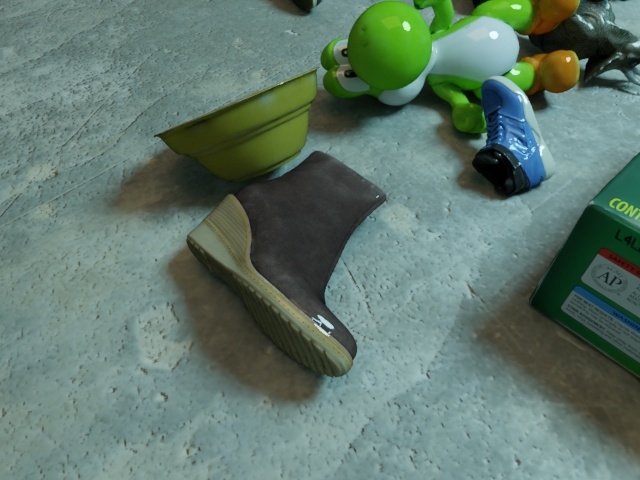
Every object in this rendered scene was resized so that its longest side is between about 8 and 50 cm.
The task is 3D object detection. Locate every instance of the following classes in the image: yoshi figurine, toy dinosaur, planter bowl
[{"bbox_3d":[0.184,-0.266,0.662,0.363,0.203,0.203,-9,56,-3],"label":"yoshi figurine"},{"bbox_3d":[0.394,-0.359,0.769,0.121,0.160,0.313,-30,50,-15],"label":"toy dinosaur"},{"bbox_3d":[-0.085,-0.132,0.589,0.217,0.090,0.217,-21,19,8],"label":"planter bowl"}]

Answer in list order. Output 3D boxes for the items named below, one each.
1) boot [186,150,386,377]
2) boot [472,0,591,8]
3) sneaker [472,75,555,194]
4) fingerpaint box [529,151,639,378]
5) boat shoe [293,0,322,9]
[{"bbox_3d":[0.000,0.000,0.497,0.207,0.090,0.248,-36,54,-23],"label":"boot"},{"bbox_3d":[0.437,-0.590,0.965,0.260,0.131,0.347,-2,60,8],"label":"boot"},{"bbox_3d":[0.226,-0.131,0.600,0.085,0.058,0.152,-25,89,-15],"label":"sneaker"},{"bbox_3d":[0.498,0.041,0.405,0.371,0.163,0.445,-35,57,-25],"label":"fingerpaint box"},{"bbox_3d":[-0.041,-0.546,0.975,0.074,0.080,0.223,-24,48,-12],"label":"boat shoe"}]
